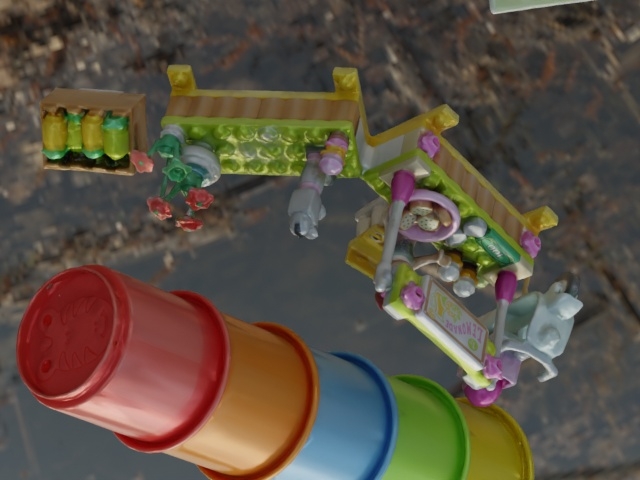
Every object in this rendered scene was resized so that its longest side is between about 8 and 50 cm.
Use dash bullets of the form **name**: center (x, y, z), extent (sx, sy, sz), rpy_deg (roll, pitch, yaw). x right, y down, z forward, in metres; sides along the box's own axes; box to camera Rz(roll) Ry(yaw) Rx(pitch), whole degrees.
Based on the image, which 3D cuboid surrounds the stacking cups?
- **stacking cups**: center (-0.008, 0.083, 0.817), extent (0.096, 0.096, 0.316), rpy_deg (-39, 144, 16)

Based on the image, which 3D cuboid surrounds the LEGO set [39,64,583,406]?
- **LEGO set**: center (0.000, 0.000, 0.803), extent (0.287, 0.107, 0.132), rpy_deg (25, 140, -14)

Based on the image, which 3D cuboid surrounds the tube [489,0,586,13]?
- **tube**: center (0.073, -0.178, 0.402), extent (0.070, 0.240, 0.062), rpy_deg (-1, -171, 27)
